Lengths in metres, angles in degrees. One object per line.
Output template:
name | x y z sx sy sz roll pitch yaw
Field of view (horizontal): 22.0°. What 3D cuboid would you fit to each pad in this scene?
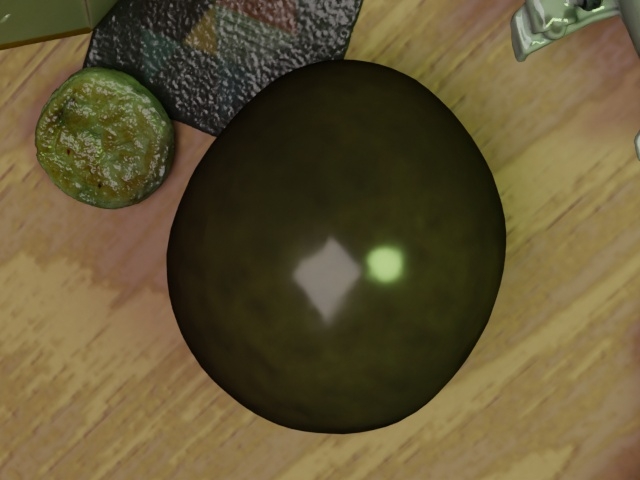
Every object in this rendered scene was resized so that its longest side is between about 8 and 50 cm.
pad | -0.039 -0.156 0.873 0.142 0.003 0.211 22 109 10

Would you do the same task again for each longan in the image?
longan | 0.000 0.000 0.828 0.204 0.159 0.185 22 97 50

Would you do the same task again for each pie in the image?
pie | -0.120 -0.055 0.915 0.084 0.021 0.084 5 110 14

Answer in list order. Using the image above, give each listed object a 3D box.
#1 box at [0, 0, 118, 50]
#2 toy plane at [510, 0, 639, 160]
box | -0.144 -0.248 0.742 0.214 0.259 0.283 47 112 2
toy plane | 0.174 -0.118 0.777 0.174 0.080 0.174 0 100 -1
